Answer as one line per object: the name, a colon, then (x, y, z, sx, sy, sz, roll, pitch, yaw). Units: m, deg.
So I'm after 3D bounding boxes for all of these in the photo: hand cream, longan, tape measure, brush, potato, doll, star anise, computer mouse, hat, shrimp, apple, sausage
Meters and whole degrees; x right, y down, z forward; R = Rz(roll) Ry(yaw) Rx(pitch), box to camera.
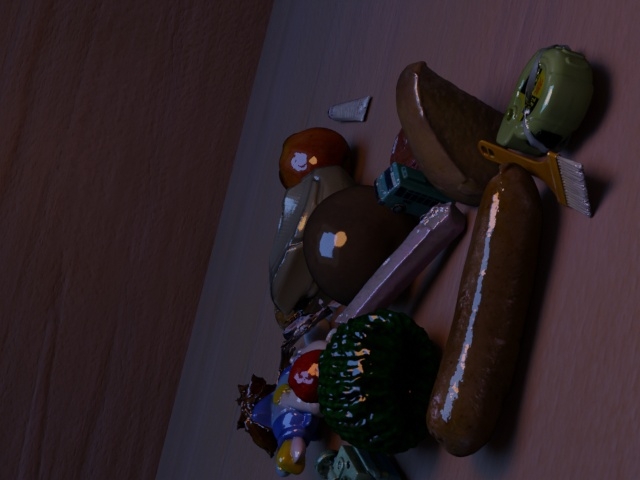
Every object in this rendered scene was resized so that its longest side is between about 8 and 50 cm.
hand cream: (0.089, -0.405, 2.058, 0.234, 0.050, 0.080, 15, 90, 64)
longan: (0.093, 0.010, 1.529, 0.300, 0.243, 0.300, -9, 72, 28)
tape measure: (0.392, -0.238, 1.128, 0.175, 0.106, 0.199, -108, 37, -72)
brush: (0.356, -0.126, 1.130, 0.013, 0.103, 0.272, -32, 32, -11)
potato: (0.221, -0.193, 1.320, 0.211, 0.264, 0.189, -10, 58, 60)
doll: (-0.044, 0.385, 1.676, 0.365, 0.187, 0.376, -64, -6, 3)
star anise: (-0.148, 0.466, 1.957, 0.237, 0.148, 0.346, 4, 76, 46)
computer mouse: (0.001, 0.003, 1.765, 0.145, 0.228, 0.428, 14, 87, 60)
hat: (0.072, 0.294, 1.357, 0.332, 0.242, 0.274, -17, 43, 49)
shrimp: (-0.134, 0.178, 2.204, 0.294, 0.062, 0.154, -110, 34, -53)
apple: (-0.020, -0.221, 1.939, 0.230, 0.230, 0.229, -48, 35, 49)
sausage: (0.286, 0.116, 1.120, 0.123, 0.136, 0.500, 11, 85, 50)

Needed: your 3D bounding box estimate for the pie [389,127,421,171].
pie: (0.227, -0.225, 1.592, 0.182, 0.050, 0.182, -55, 24, 40)

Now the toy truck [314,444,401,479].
toy truck: (0.055, 0.563, 1.365, 0.155, 0.156, 0.278, -134, 60, -65)

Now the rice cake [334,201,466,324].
rice cake: (0.166, 0.066, 1.391, 0.365, 0.073, 0.056, -49, 32, 15)

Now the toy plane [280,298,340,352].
toy plane: (-0.029, 0.212, 1.731, 0.197, 0.053, 0.078, -37, 21, -1)

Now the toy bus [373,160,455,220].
toy bus: (0.203, -0.105, 1.425, 0.091, 0.160, 0.079, -53, 31, 40)
